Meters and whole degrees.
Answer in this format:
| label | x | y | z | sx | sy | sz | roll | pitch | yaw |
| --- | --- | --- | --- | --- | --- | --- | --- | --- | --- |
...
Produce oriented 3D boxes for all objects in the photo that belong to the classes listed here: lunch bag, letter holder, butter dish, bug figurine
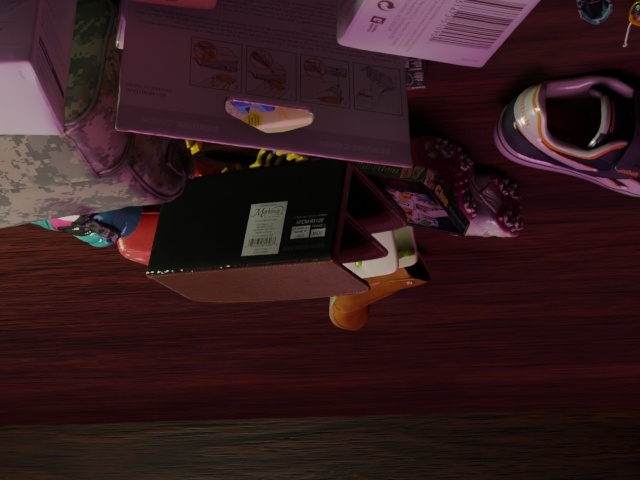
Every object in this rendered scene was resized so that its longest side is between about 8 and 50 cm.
| label | x | y | z | sx | sy | sz | roll | pitch | yaw |
| --- | --- | --- | --- | --- | --- | --- | --- | --- | --- |
| lunch bag | -0.333 | -0.127 | 1.290 | 0.305 | 0.212 | 0.256 | -7 | 145 | 16 |
| letter holder | -0.053 | 0.010 | 1.511 | 0.302 | 0.152 | 0.214 | -5 | 154 | 30 |
| butter dish | -0.268 | 0.004 | 1.749 | 0.160 | 0.118 | 0.160 | -1 | 174 | 3 |
| bug figurine | -0.143 | -0.128 | 1.508 | 0.216 | 0.072 | 0.279 | 24 | 153 | -34 |

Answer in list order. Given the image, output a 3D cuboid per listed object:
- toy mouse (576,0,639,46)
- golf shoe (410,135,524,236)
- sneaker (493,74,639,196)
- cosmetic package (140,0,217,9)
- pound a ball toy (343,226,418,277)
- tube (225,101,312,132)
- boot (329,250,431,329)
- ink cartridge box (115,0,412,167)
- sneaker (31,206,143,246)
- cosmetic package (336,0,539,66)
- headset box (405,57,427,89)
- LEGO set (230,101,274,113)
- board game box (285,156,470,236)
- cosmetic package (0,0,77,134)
| label | x | y | z | sx | sy | sz | roll | pitch | yaw |
| --- | --- | --- | --- | --- | --- | --- | --- | --- | --- |
| toy mouse | 0.333 | -0.280 | 1.171 | 0.143 | 0.031 | 0.161 | 11 | 156 | -25 |
| golf shoe | 0.187 | -0.065 | 1.614 | 0.140 | 0.115 | 0.306 | -12 | 154 | 36 |
| sneaker | 0.400 | -0.136 | 1.407 | 0.321 | 0.126 | 0.127 | 6 | 163 | -10 |
| cosmetic package | -0.135 | -0.336 | 0.905 | 0.153 | 0.129 | 0.296 | 6 | 157 | -11 |
| pound a ball toy | 0.000 | 0.000 | 1.797 | 0.319 | 0.135 | 0.208 | -9 | -178 | 21 |
| tube | -0.020 | -0.175 | 1.381 | 0.240 | 0.070 | 0.062 | 1 | 146 | -6 |
| boot | 0.110 | 0.088 | 2.008 | 0.211 | 0.104 | 0.295 | -8 | 153 | 22 |
| ink cartridge box | -0.057 | -0.194 | 1.083 | 0.296 | 0.261 | 0.066 | 7 | 157 | -15 |
| sneaker | -0.341 | -0.071 | 1.578 | 0.178 | 0.123 | 0.295 | 17 | 161 | -25 |
| cosmetic package | 0.106 | -0.280 | 0.966 | 0.151 | 0.183 | 0.151 | 6 | 158 | -15 |
| headset box | 0.101 | -0.217 | 1.332 | 0.062 | 0.032 | 0.083 | -2 | 159 | 8 |
| LEGO set | -0.049 | -0.206 | 1.247 | 0.227 | 0.087 | 0.093 | -2 | 157 | 31 |
| board game box | 0.080 | -0.071 | 1.536 | 0.260 | 0.030 | 0.136 | 12 | 157 | 42 |
| cosmetic package | -0.363 | -0.233 | 1.039 | 0.224 | 0.224 | 0.138 | 0 | 156 | 0 |
